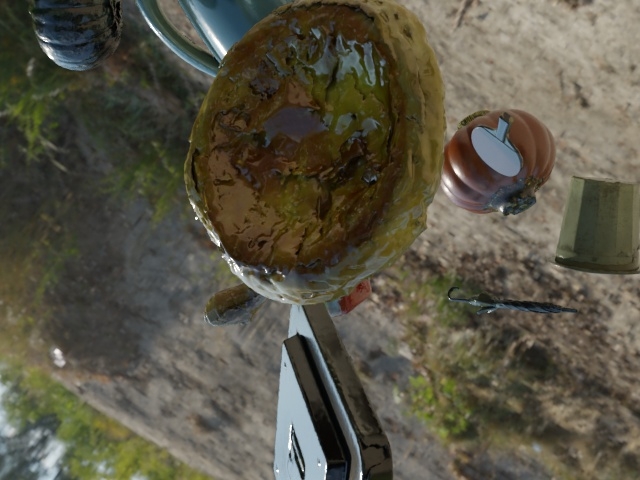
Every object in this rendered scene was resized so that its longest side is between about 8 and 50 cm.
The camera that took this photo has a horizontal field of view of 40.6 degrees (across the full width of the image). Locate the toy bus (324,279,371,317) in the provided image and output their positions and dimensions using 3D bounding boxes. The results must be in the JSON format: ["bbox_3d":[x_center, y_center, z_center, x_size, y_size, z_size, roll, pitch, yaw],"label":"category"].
[{"bbox_3d":[0.000,0.000,1.458,0.119,0.121,0.265,2,115,40],"label":"toy bus"}]

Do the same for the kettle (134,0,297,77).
[{"bbox_3d":[-0.165,-0.432,1.477,0.342,0.319,0.247,48,-153,-12],"label":"kettle"}]

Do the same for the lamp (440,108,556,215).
[{"bbox_3d":[0.326,-0.143,1.597,0.223,0.223,0.197,68,178,-68],"label":"lamp"}]

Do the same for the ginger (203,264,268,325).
[{"bbox_3d":[-0.108,0.053,1.346,0.133,0.214,0.059,50,-161,-28],"label":"ginger"}]

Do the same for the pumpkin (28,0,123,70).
[{"bbox_3d":[-0.380,-0.364,1.339,0.140,0.202,0.202,0,167,-3],"label":"pumpkin"}]

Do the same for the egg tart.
[{"bbox_3d":[0.004,-0.085,0.797,0.290,0.290,0.115,26,-173,35],"label":"egg tart"}]

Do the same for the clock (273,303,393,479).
[{"bbox_3d":[-0.003,0.227,0.870,0.049,0.273,0.279,-3,-151,-15],"label":"clock"}]

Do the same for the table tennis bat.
[{"bbox_3d":[0.269,-0.146,1.301,0.095,0.014,0.158,42,167,17],"label":"table tennis bat"}]

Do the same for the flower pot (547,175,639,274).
[{"bbox_3d":[0.625,-0.036,1.916,0.212,0.203,0.212,7,-173,-1],"label":"flower pot"}]

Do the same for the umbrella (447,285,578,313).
[{"bbox_3d":[0.323,0.116,1.491,0.044,0.044,0.269,31,165,-39],"label":"umbrella"}]
